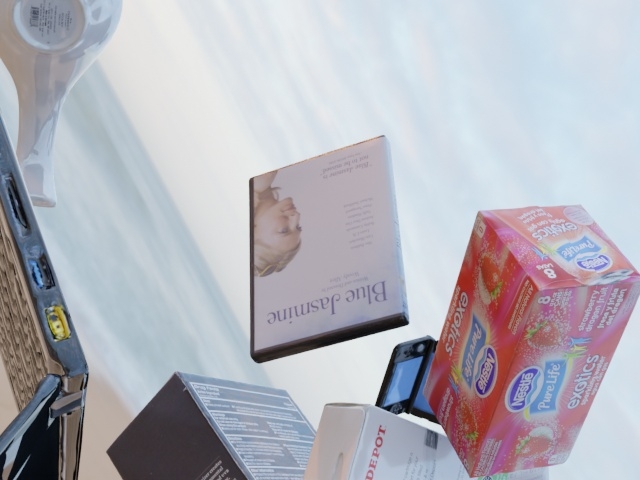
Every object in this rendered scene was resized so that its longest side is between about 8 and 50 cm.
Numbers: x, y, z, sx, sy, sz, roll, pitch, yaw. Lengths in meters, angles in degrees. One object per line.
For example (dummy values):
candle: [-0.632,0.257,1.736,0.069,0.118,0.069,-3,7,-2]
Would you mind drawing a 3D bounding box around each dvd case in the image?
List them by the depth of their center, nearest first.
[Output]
dvd case: [0.002,0.006,1.177,0.022,0.180,0.253,53,27,-49]

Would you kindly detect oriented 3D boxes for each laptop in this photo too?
laptop: [-0.266,0.116,0.597,0.408,0.236,0.382,67,-23,19]

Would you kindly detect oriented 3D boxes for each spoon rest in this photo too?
spoon rest: [-0.277,-0.173,1.043,0.084,0.137,0.276,-113,-147,-59]

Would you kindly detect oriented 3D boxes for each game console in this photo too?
game console: [0.139,0.196,1.391,0.071,0.107,0.122,34,-61,37]

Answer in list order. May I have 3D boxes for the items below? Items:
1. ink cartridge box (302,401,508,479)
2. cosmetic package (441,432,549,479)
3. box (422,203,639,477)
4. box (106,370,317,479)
ink cartridge box: [0.088,0.285,1.151,0.219,0.160,0.092,27,-19,-28]
cosmetic package: [0.222,0.420,1.599,0.138,0.224,0.225,-128,-151,-64]
box: [0.205,0.102,1.053,0.128,0.122,0.257,-118,-149,-47]
box: [-0.104,0.367,1.532,0.294,0.183,0.296,51,15,31]
